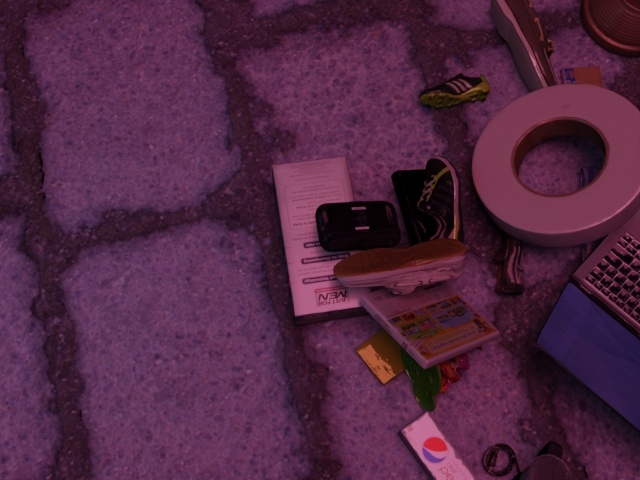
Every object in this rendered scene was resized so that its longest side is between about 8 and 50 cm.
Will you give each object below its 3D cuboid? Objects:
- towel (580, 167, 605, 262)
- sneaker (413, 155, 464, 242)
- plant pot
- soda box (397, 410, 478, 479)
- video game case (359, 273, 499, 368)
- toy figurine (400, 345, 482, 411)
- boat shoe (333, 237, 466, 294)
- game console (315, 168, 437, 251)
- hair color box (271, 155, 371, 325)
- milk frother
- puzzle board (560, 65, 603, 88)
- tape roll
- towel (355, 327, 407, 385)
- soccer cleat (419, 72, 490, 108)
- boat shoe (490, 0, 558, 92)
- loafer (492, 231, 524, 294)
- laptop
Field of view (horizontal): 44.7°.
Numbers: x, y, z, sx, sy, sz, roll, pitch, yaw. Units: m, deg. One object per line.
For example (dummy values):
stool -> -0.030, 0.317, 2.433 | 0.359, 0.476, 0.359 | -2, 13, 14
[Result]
towel -> 0.698, -0.034, 1.779 | 0.209, 0.034, 0.285 | 4, 72, -1
sneaker -> 0.248, -0.081, 1.684 | 0.097, 0.084, 0.235 | 4, 66, -25
plant pot -> 0.775, -0.584, 1.919 | 0.237, 0.110, 0.238 | 0, 72, 0
soda box -> 0.251, 0.460, 1.591 | 0.073, 0.069, 0.216 | -34, 77, -12
video game case -> 0.226, 0.160, 1.611 | 0.226, 0.026, 0.206 | -13, 45, -39
toy figurine -> 0.273, 0.255, 1.642 | 0.159, 0.130, 0.173 | -21, 113, -26
boat shoe -> 0.166, 0.070, 1.601 | 0.276, 0.096, 0.098 | -8, 31, -3
game console -> 0.148, -0.051, 1.695 | 0.361, 0.044, 0.213 | -4, 70, -30
hair color box -> 0.000, 0.000, 1.715 | 0.173, 0.105, 0.348 | -8, 72, -5
milk frother -> 0.409, 0.462, 1.557 | 0.143, 0.135, 0.129 | 8, 58, 0
puzzle board -> 0.642, -0.365, 1.896 | 0.096, 0.011, 0.128 | -3, 72, -1
tape roll -> 0.532, -0.172, 1.720 | 0.391, 0.072, 0.392 | -11, 59, 19
towel -> 0.197, 0.207, 1.699 | 0.237, 0.021, 0.102 | -36, 73, -11
soccer cleat -> 0.319, -0.362, 1.869 | 0.178, 0.060, 0.072 | -9, 63, -11
boat shoe -> 0.510, -0.477, 1.878 | 0.091, 0.109, 0.305 | -19, 71, -4
loafer -> 0.416, 0.038, 1.737 | 0.061, 0.062, 0.170 | -2, 71, 3
laptop -> 0.709, 0.165, 1.586 | 0.382, 0.236, 0.408 | 41, 99, 6
